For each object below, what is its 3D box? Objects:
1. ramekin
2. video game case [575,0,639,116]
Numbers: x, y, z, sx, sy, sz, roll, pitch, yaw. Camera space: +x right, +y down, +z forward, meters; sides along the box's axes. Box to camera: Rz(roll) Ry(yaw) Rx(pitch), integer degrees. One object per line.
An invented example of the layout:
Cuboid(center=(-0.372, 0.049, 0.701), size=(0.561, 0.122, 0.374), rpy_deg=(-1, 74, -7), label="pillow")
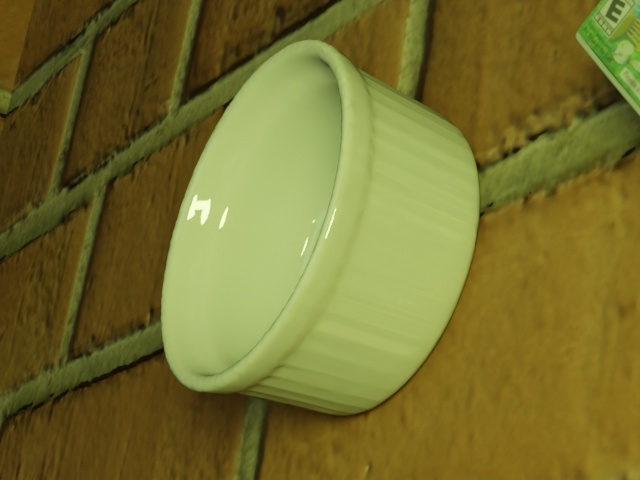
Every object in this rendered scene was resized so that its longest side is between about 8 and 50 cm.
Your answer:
Cuboid(center=(0.000, 0.000, 1.273), size=(0.277, 0.135, 0.277), rpy_deg=(-44, 35, 42), label="ramekin")
Cuboid(center=(0.254, -0.116, 0.909), size=(0.193, 0.023, 0.212), rpy_deg=(-54, 51, 29), label="video game case")
